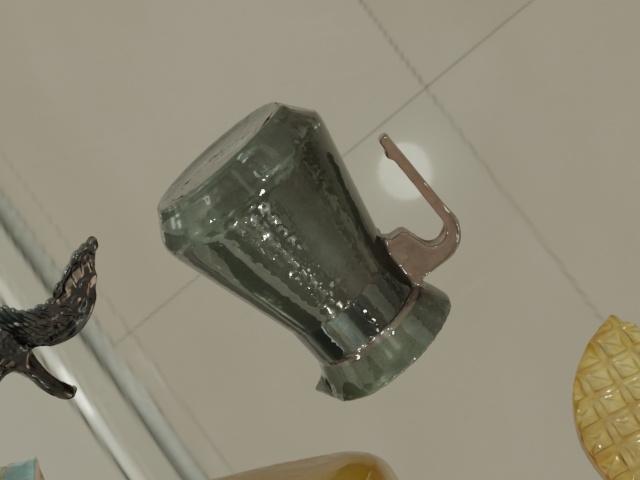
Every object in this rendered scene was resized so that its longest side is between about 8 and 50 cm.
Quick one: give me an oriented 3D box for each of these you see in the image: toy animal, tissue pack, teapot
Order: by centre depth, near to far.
[{"bbox_3d":[-0.293,0.092,1.185,0.160,0.197,0.272,43,92,18],"label":"toy animal"},{"bbox_3d":[-0.319,0.287,1.329,0.059,0.094,0.074,-13,117,-3],"label":"tissue pack"},{"bbox_3d":[0.000,0.000,1.584,0.300,0.253,0.344,-39,106,8],"label":"teapot"}]

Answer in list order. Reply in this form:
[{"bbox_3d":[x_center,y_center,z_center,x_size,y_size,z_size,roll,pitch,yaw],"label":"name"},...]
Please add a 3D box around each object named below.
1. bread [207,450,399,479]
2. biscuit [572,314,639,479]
[{"bbox_3d":[-0.050,0.439,1.669,0.376,0.253,0.348,-15,123,0],"label":"bread"},{"bbox_3d":[0.414,0.216,1.431,0.309,0.040,0.204,28,69,31],"label":"biscuit"}]
